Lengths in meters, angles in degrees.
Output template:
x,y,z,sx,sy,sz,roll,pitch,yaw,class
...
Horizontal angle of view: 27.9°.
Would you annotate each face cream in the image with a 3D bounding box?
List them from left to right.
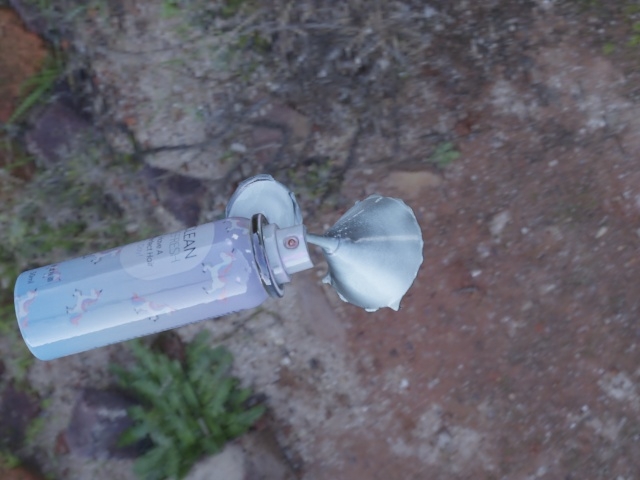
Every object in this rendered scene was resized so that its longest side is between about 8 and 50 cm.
x,y,z,sx,sy,sz,roll,pitch,yaw,class
-0.118,0.032,1.004,0.229,0.075,0.075,-15,94,7,face cream

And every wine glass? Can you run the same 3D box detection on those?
x,y,z,sx,sy,sz,roll,pitch,yaw,class
0.000,0.000,1.533,0.156,0.232,0.156,-8,78,37,wine glass
